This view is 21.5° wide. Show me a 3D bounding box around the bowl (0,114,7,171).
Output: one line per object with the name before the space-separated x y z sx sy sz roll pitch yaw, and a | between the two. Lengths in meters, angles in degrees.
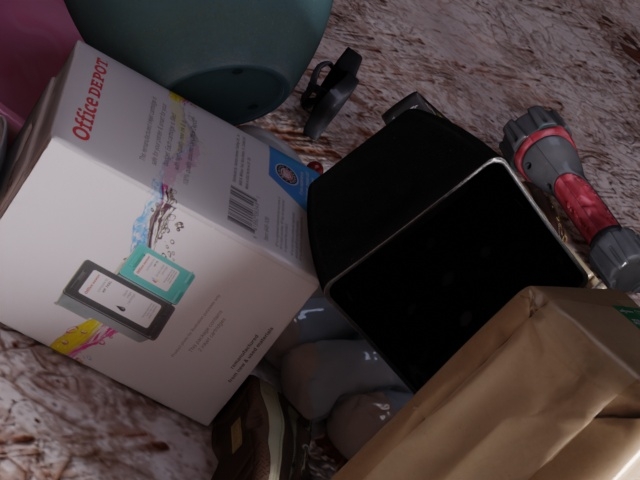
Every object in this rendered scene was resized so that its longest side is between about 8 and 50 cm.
bowl | -0.351 -0.059 1.509 0.142 0.053 0.142 -3 33 3

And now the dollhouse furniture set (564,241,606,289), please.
dollhouse furniture set | 0.342 0.120 2.114 0.182 0.101 0.161 51 5 27

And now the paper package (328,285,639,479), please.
paper package | 0.178 0.193 1.459 0.168 0.309 0.325 48 14 18

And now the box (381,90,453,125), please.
box | 0.178 -0.053 2.042 0.231 0.056 0.183 62 15 24

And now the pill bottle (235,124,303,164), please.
pill bottle | -0.092 -0.033 1.711 0.087 0.160 0.087 29 27 -16

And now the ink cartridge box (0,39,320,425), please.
ink cartridge box | -0.163 -0.008 1.543 0.270 0.197 0.198 29 28 -16

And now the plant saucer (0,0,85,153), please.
plant saucer | -0.282 -0.195 1.740 0.332 0.084 0.332 26 43 -27

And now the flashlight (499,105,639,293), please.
flashlight | 0.363 -0.059 2.384 0.103 0.103 0.304 -11 49 -23

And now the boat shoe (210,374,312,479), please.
boat shoe | -0.039 0.213 1.459 0.095 0.095 0.257 35 25 -17

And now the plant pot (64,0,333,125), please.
plant pot | -0.109 -0.224 1.650 0.290 0.290 0.195 10 60 -43

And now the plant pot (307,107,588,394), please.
plant pot | 0.093 -0.004 1.509 0.187 0.188 0.167 48 6 -39

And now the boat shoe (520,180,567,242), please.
boat shoe | 0.296 -0.014 2.254 0.073 0.073 0.207 25 29 -19

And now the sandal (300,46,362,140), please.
sandal | 0.004 -0.195 2.180 0.054 0.097 0.254 35 16 -7

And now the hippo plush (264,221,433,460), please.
hippo plush | 0.103 0.084 1.673 0.294 0.236 0.234 34 26 -7

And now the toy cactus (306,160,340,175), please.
toy cactus | 0.000 0.000 1.871 0.180 0.112 0.219 -16 58 -36
